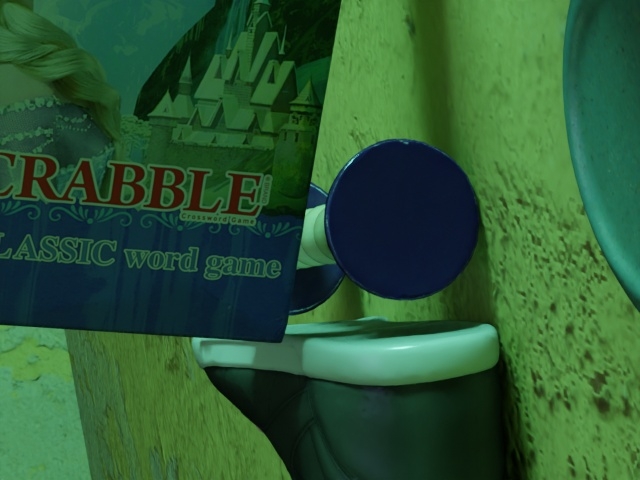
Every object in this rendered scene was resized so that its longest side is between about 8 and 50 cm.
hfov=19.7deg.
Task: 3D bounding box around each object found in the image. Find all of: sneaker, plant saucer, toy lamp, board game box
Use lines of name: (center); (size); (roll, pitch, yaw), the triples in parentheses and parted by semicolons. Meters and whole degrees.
sneaker: (0.009, 0.113, 0.912); (0.296, 0.104, 0.147); (179, 85, -71)
plant saucer: (0.112, -0.033, 0.557); (0.195, 0.037, 0.195); (168, 90, -75)
toy lamp: (0.000, 0.000, 0.922); (0.274, 0.080, 0.080); (174, 84, -75)
board game box: (-0.147, -0.123, 0.758); (0.066, 0.318, 0.318); (-130, 47, -66)
